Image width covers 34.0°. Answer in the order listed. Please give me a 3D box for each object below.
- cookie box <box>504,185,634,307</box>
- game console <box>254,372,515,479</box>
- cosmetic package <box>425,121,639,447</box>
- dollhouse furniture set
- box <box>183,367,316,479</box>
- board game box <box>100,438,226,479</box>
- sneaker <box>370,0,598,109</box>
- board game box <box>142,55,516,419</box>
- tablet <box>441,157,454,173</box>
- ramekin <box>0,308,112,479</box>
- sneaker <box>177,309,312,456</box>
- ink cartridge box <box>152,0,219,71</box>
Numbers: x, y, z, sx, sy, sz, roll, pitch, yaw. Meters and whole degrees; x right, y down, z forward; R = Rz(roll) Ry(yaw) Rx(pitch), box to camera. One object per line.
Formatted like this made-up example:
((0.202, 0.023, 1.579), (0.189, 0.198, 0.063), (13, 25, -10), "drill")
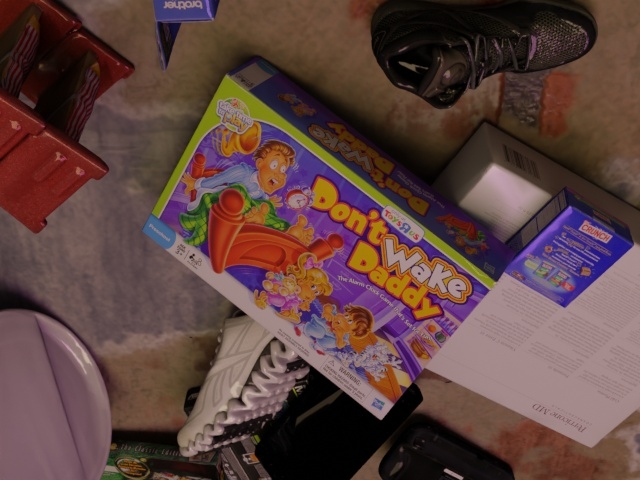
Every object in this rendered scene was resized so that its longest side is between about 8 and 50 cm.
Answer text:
((0.259, 0.008, 1.106), (0.092, 0.040, 0.107), (30, 124, -19), "cookie box")
((0.105, 0.300, 1.430), (0.361, 0.044, 0.213), (31, 111, -24), "game console")
((0.262, 0.067, 1.237), (0.377, 0.097, 0.284), (27, 122, -18), "cosmetic package")
((-0.384, -0.077, 1.114), (0.374, 0.201, 0.152), (-34, 123, 28), "dollhouse furniture set")
((-0.067, 0.264, 1.448), (0.184, 0.045, 0.191), (-17, 123, 14), "box")
((-0.260, 0.340, 1.501), (0.259, 0.030, 0.136), (5, 132, 12), "board game box")
((0.164, -0.183, 1.038), (0.227, 0.130, 0.087), (2, 129, 0), "sneaker")
((0.000, 0.000, 1.139), (0.347, 0.078, 0.233), (38, 124, 6), "board game box")
((0.155, -0.055, 1.211), (0.054, 0.006, 0.083), (24, 125, -13), "tablet")
((-0.402, 0.229, 1.318), (0.127, 0.273, 0.273), (-19, 124, 32), "ramekin")
((-0.095, 0.164, 1.327), (0.292, 0.110, 0.118), (-49, 66, 25), "sneaker")
((-0.120, -0.326, 0.913), (0.065, 0.186, 0.311), (1, 128, 1), "ink cartridge box")
